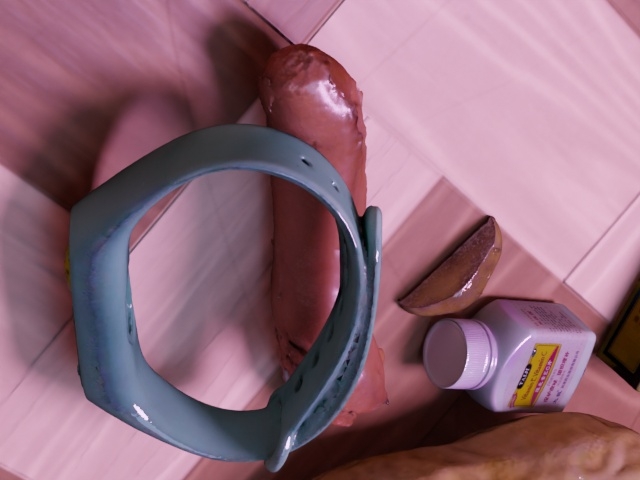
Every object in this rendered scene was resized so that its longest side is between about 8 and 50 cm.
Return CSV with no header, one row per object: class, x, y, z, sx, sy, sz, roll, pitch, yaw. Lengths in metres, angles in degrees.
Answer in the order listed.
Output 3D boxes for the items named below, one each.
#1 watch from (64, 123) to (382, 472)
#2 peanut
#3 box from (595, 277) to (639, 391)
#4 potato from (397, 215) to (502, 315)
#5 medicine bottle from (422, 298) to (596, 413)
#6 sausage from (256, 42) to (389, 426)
watch,-0.060,0.040,1.137,0.195,0.068,0.237,-2,122,-3
peanut,0.102,0.206,1.326,0.313,0.149,0.149,-12,125,-15
box,0.328,0.023,1.424,0.141,0.064,0.220,16,107,-38
potato,0.105,0.030,1.299,0.093,0.036,0.037,-43,129,-4
medicine bottle,0.137,0.085,1.342,0.118,0.055,0.074,6,117,-35
sausage,0.001,0.000,1.190,0.078,0.078,0.304,-20,127,-21
